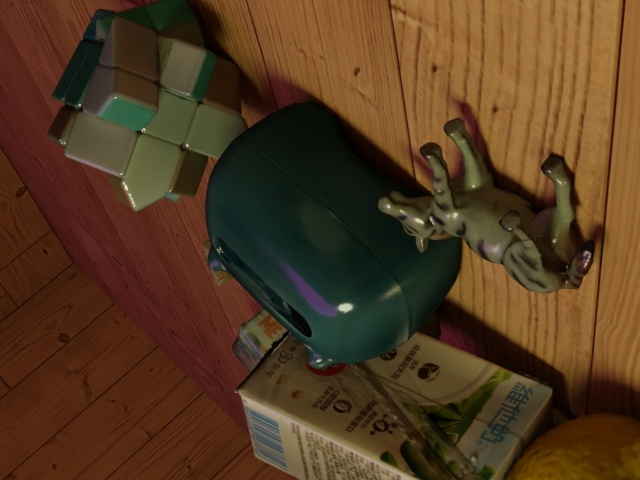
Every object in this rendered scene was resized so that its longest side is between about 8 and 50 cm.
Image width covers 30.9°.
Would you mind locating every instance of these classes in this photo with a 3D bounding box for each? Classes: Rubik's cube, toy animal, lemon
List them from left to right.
[{"bbox_3d":[-0.199,-0.170,1.434,0.224,0.265,0.213,27,178,-30],"label":"Rubik's cube"},{"bbox_3d":[0.145,-0.038,1.082,0.255,0.090,0.170,30,160,54],"label":"toy animal"},{"bbox_3d":[0.292,0.292,1.185,0.228,0.228,0.253,40,153,28],"label":"lemon"}]

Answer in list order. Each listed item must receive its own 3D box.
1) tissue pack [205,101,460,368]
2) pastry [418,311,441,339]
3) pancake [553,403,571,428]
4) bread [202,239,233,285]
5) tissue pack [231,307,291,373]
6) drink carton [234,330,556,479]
[{"bbox_3d":[0.000,0.000,1.319,0.287,0.206,0.198,42,161,20],"label":"tissue pack"},{"bbox_3d":[0.070,0.075,1.499,0.182,0.093,0.192,53,156,-14],"label":"pastry"},{"bbox_3d":[0.248,0.286,1.453,0.282,0.049,0.282,20,130,26],"label":"pancake"},{"bbox_3d":[-0.169,0.028,2.059,0.028,0.068,0.154,44,162,21],"label":"bread"},{"bbox_3d":[-0.020,0.259,2.099,0.311,0.128,0.228,49,164,5],"label":"tissue pack"},{"bbox_3d":[0.087,0.214,1.357,0.324,0.194,0.132,21,140,30],"label":"drink carton"}]
